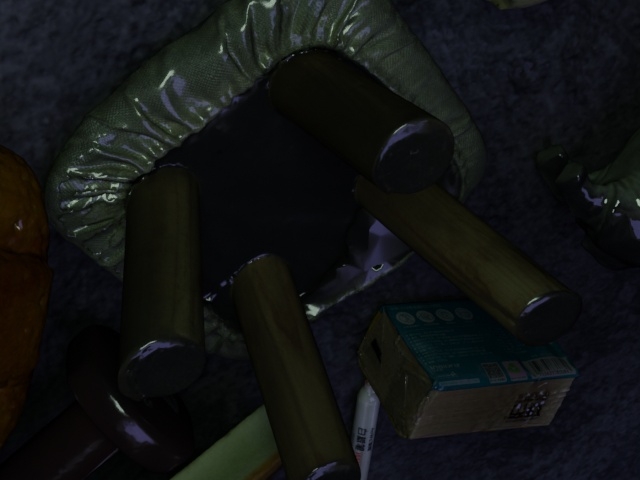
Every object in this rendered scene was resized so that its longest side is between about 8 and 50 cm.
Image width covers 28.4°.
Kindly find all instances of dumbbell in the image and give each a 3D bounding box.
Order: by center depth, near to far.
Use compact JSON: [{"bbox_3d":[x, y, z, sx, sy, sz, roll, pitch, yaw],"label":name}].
[{"bbox_3d":[-0.222,0.184,1.035,0.225,0.140,0.124,-40,114,8],"label":"dumbbell"}]

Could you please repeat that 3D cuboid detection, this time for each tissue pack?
[{"bbox_3d":[0.136,0.119,1.187,0.169,0.120,0.082,-2,130,-29],"label":"tissue pack"}]

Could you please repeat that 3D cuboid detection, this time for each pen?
[{"bbox_3d":[0.041,0.210,1.274,0.026,0.026,0.218,-9,129,-22],"label":"pen"}]

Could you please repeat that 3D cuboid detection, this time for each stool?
[{"bbox_3d":[0.000,0.000,0.947,0.310,0.226,0.310,-40,135,6],"label":"stool"}]

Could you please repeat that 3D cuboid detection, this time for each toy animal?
[{"bbox_3d":[0.365,-0.099,1.099,0.343,0.106,0.168,-27,113,7],"label":"toy animal"}]

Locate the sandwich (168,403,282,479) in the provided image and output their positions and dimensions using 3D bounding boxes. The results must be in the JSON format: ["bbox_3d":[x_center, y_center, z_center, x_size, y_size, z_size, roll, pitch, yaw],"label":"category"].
[{"bbox_3d":[-0.109,0.244,1.165,0.212,0.063,0.245,-36,172,-26],"label":"sandwich"}]

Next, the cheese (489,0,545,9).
[{"bbox_3d":[0.086,-0.266,0.882,0.286,0.082,0.163,14,116,-32],"label":"cheese"}]

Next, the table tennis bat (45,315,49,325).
[{"bbox_3d":[-0.300,0.143,0.977,0.246,0.138,0.022,-49,168,4],"label":"table tennis bat"}]

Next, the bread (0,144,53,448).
[{"bbox_3d":[-0.277,0.035,0.837,0.135,0.232,0.247,8,98,-45],"label":"bread"}]
